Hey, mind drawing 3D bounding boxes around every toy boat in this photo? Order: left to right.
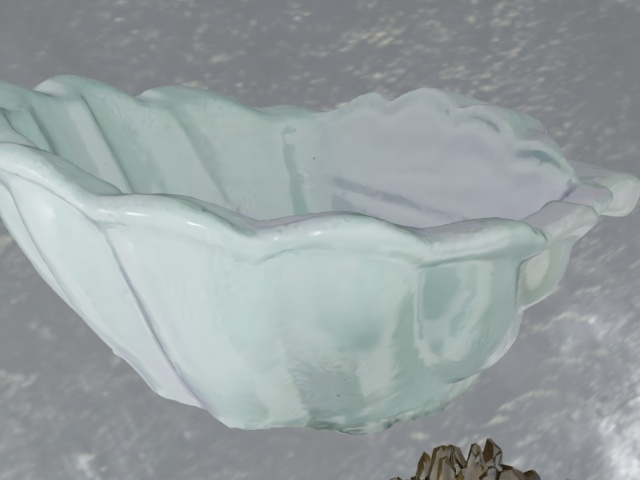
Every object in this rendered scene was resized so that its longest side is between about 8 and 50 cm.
[{"bbox_3d":[0.000,0.000,0.567,0.199,0.290,0.100,24,110,37],"label":"toy boat"}]

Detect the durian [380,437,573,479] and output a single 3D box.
[{"bbox_3d":[0.063,0.142,0.412,0.196,0.167,0.196,24,155,12],"label":"durian"}]
